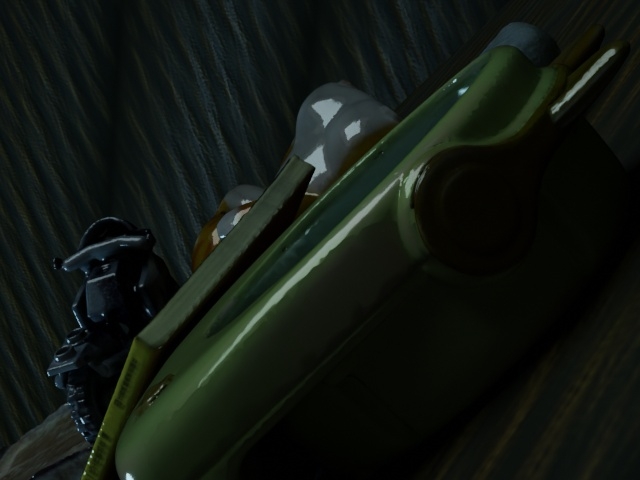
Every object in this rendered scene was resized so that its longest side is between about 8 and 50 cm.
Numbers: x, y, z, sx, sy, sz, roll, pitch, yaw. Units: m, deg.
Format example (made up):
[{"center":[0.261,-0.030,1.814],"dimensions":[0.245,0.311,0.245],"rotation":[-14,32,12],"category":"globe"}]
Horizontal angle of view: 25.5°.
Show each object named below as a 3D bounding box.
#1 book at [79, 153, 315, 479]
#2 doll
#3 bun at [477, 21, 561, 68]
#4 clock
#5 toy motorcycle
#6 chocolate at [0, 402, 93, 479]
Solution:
[{"center":[-0.121,0.134,1.084],"dimensions":[0.262,0.028,0.374],"rotation":[-54,-8,-53],"category":"book"},{"center":[-0.002,-0.018,1.241],"dimensions":[0.269,0.162,0.166],"rotation":[-40,30,-3],"category":"doll"},{"center":[0.152,-0.105,1.146],"dimensions":[0.141,0.083,0.141],"rotation":[-54,7,10],"category":"bun"},{"center":[0.048,0.018,0.800],"dimensions":[0.348,0.117,0.286],"rotation":[-43,5,13],"category":"clock"},{"center":[-0.194,0.074,1.343],"dimensions":[0.106,0.159,0.270],"rotation":[-17,19,18],"category":"toy motorcycle"},{"center":[-0.233,0.222,1.444],"dimensions":[0.303,0.100,0.185],"rotation":[-33,10,25],"category":"chocolate"}]
